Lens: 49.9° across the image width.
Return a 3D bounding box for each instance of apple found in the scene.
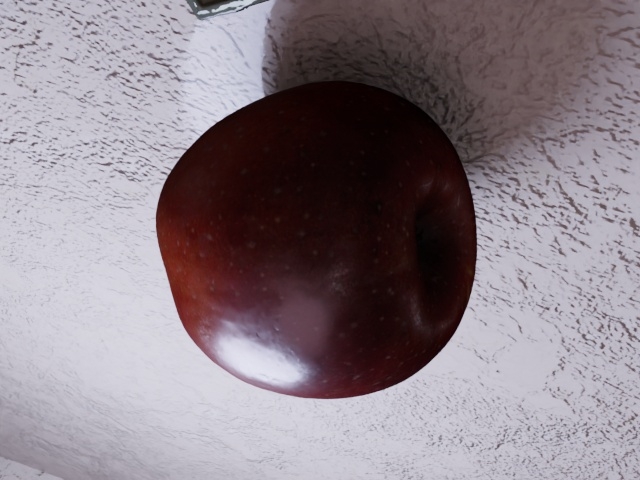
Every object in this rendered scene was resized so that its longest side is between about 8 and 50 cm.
[{"bbox_3d":[0.000,0.000,0.478,0.201,0.218,0.218,-8,135,33],"label":"apple"}]

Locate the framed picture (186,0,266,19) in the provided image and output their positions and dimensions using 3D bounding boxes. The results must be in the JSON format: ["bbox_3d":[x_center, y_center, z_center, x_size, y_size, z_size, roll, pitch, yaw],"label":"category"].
[{"bbox_3d":[-0.014,-0.223,0.368,0.250,0.016,0.184,-4,137,31],"label":"framed picture"}]
